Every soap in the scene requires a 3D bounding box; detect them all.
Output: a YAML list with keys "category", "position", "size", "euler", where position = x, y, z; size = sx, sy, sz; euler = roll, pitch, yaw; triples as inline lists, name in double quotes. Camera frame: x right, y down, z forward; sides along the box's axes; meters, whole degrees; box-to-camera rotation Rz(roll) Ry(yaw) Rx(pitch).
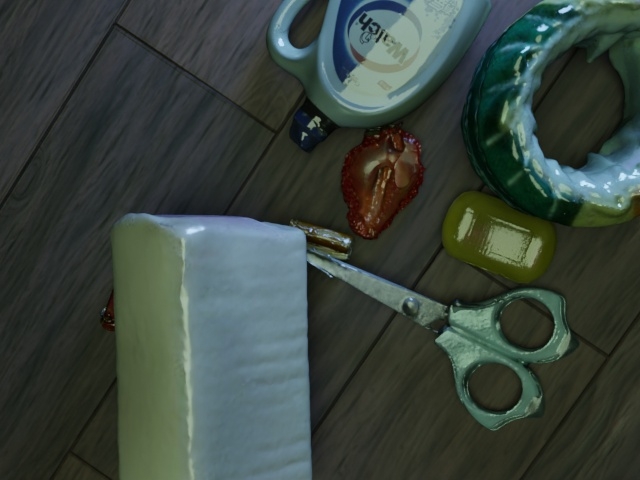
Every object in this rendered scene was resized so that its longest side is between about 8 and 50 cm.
- category: "soap"
  position: [0.218, -0.004, 1.307]
  size: [0.140, 0.045, 0.089]
  euler: [21, 96, 2]

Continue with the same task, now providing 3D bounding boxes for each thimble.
- category: "thimble"
  position: [0.301, -0.158, 1.219]
  size: [0.254, 0.167, 0.288]
  euler: [21, 92, -6]

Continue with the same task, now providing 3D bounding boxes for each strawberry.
- category: "strawberry"
  position: [0.074, -0.074, 1.316]
  size: [0.103, 0.048, 0.152]
  euler: [13, 92, 8]

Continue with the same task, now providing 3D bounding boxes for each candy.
- category: "candy"
  position: [-0.124, 0.144, 1.257]
  size: [0.145, 0.208, 0.359]
  euler: [4, 96, 49]

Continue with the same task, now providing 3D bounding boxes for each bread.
- category: "bread"
  position: [0.000, 0.000, 1.328]
  size: [0.083, 0.047, 0.036]
  euler: [19, 89, 4]

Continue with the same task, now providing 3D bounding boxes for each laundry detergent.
- category: "laundry detergent"
  position: [0.046, -0.234, 1.277]
  size: [0.215, 0.105, 0.280]
  euler: [43, 100, 10]

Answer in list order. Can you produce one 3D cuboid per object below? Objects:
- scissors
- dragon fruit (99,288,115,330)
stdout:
- category: "scissors"
  position: [0.139, 0.094, 1.310]
  size: [0.360, 0.029, 0.191]
  euler: [26, 98, -7]
- category: "dragon fruit"
  position: [-0.225, 0.059, 1.327]
  size: [0.068, 0.112, 0.126]
  euler: [21, 96, -11]
